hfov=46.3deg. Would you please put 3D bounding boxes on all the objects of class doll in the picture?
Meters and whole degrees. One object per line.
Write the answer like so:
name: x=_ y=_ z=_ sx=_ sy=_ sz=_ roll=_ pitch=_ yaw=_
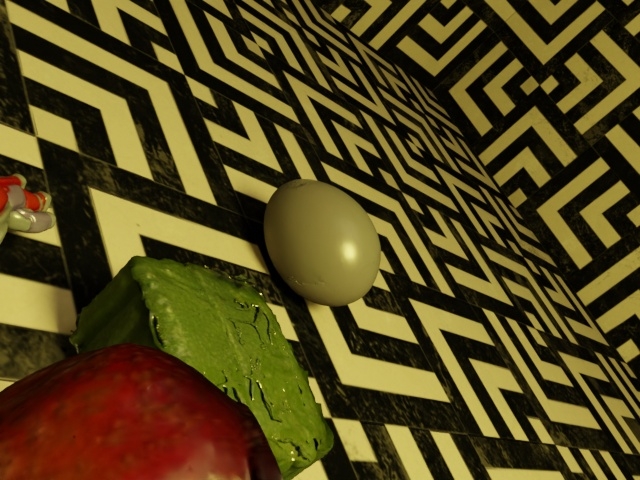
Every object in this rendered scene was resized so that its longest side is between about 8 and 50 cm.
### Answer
doll: x=-0.300 y=-0.029 z=0.627 sx=0.102 sy=0.075 sz=0.227 roll=32 pitch=13 yaw=0

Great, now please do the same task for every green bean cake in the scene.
green bean cake: x=-0.102 y=0.128 z=0.676 sx=0.200 sy=0.113 sz=0.214 roll=21 pitch=34 yaw=-53

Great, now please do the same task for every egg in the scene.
egg: x=0.000 y=0.000 z=1.029 sx=0.146 sy=0.146 sz=0.199 roll=16 pitch=31 yaw=-52

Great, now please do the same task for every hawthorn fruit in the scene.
hawthorn fruit: x=-0.138 y=0.177 z=0.424 sx=0.249 sy=0.215 sz=0.215 roll=-37 pitch=84 yaw=-33
